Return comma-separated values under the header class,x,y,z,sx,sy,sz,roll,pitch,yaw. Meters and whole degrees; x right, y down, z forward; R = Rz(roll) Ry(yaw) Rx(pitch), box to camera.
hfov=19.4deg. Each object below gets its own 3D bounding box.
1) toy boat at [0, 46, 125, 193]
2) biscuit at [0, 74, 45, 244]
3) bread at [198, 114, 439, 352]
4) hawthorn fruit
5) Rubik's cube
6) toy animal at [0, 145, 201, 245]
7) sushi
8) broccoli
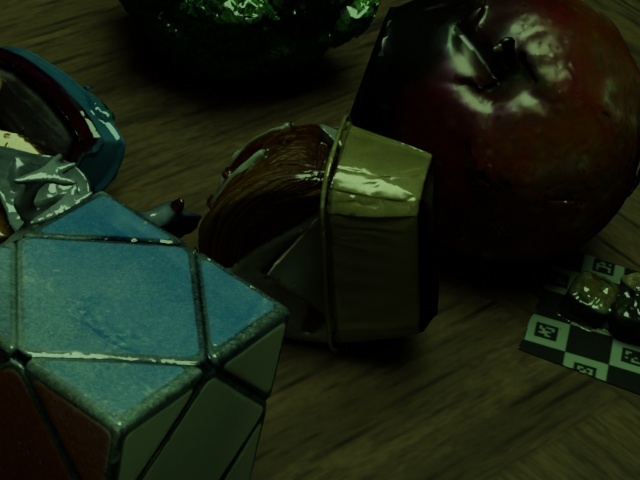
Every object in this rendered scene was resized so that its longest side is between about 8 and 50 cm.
class,x,y,z,sx,sy,sz,roll,pitch,yaw
toy boat,-0.273,-0.129,1.852,0.223,0.100,0.097,37,18,29
biscuit,-0.399,-0.107,1.772,0.339,0.047,0.216,32,62,3
bread,0.000,0.000,1.665,0.211,0.224,0.142,4,43,9
hawthorn fruit,0.166,-0.119,1.825,0.316,0.316,0.316,9,37,-7
Rubik's cube,-0.174,0.119,1.461,0.205,0.207,0.205,31,41,24
toy animal,-0.227,0.005,1.682,0.255,0.176,0.239,-21,60,-10
sushi,0.318,0.071,1.809,0.215,0.050,0.192,19,37,8
broccoli,-0.085,-0.305,2.012,0.307,0.275,0.308,7,6,-1
